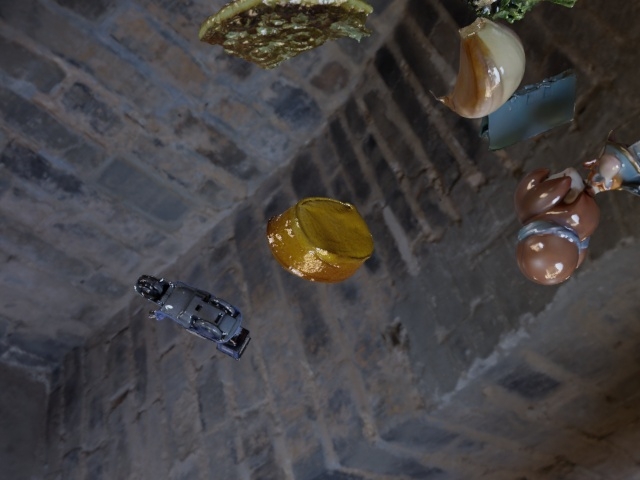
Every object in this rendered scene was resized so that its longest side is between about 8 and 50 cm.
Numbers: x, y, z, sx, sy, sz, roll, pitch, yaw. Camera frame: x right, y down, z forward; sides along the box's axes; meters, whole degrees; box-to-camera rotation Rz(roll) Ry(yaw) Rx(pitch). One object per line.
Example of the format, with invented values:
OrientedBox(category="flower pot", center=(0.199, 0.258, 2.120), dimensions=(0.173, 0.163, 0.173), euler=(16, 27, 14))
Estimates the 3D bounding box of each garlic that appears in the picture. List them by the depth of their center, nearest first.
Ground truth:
OrientedBox(category="garlic", center=(0.282, -0.272, 1.069), dimensions=(0.207, 0.128, 0.115), euler=(106, -20, -63))

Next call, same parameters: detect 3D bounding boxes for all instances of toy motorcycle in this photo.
OrientedBox(category="toy motorcycle", center=(-0.377, 0.213, 1.803), dimensions=(0.358, 0.213, 0.125), euler=(26, 61, 8))

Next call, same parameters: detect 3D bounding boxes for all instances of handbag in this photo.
OrientedBox(category="handbag", center=(0.478, -0.299, 1.431), dimensions=(0.144, 0.221, 0.057), euler=(73, -4, -55))

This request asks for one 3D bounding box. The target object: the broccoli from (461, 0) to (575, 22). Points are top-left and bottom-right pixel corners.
OrientedBox(category="broccoli", center=(0.291, -0.403, 0.890), dimensions=(0.176, 0.198, 0.226), euler=(33, -25, 46))

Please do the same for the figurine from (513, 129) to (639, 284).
OrientedBox(category="figurine", center=(0.584, -0.089, 1.317), dimensions=(0.276, 0.388, 0.248), euler=(-7, 69, -60))

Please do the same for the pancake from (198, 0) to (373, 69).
OrientedBox(category="pancake", center=(-0.078, -0.549, 1.579), dimensions=(0.304, 0.426, 0.067), euler=(21, 61, -64))

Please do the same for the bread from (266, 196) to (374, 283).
OrientedBox(category="bread", center=(0.000, 0.000, 1.480), dimensions=(0.269, 0.142, 0.196), euler=(7, 55, -43))
